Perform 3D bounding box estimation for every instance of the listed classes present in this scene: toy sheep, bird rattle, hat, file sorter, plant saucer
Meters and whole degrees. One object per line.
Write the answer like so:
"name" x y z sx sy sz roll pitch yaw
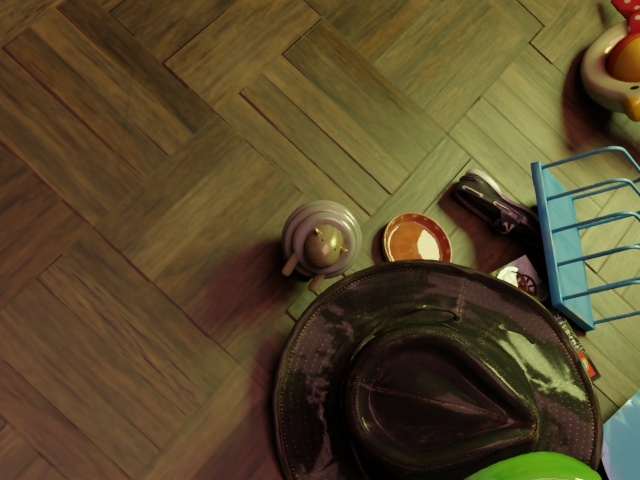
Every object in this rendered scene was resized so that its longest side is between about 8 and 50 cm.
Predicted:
"toy sheep" 0.000 0.000 1.227 0.091 0.132 0.091 -1 105 -4
"bird rattle" 0.417 -0.241 1.482 0.207 0.143 0.253 -30 49 -4
"hat" 0.119 0.156 1.134 0.331 0.134 0.331 1 76 -4
"file sorter" 0.313 -0.004 1.334 0.118 0.104 0.170 32 47 -55
"plant saucer" 0.105 0.009 1.319 0.083 0.013 0.083 9 65 -20

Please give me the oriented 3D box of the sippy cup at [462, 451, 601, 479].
"sippy cup" 0.187 0.354 1.061 0.224 0.305 0.240 0 50 -21

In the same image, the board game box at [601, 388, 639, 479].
"board game box" 0.372 0.231 1.326 0.169 0.033 0.133 -36 90 -27

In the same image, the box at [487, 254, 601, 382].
"box" 0.169 0.132 1.273 0.233 0.044 0.159 -26 79 -30

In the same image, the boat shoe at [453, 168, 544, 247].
"boat shoe" 0.206 -0.029 1.361 0.125 0.046 0.038 42 58 2
